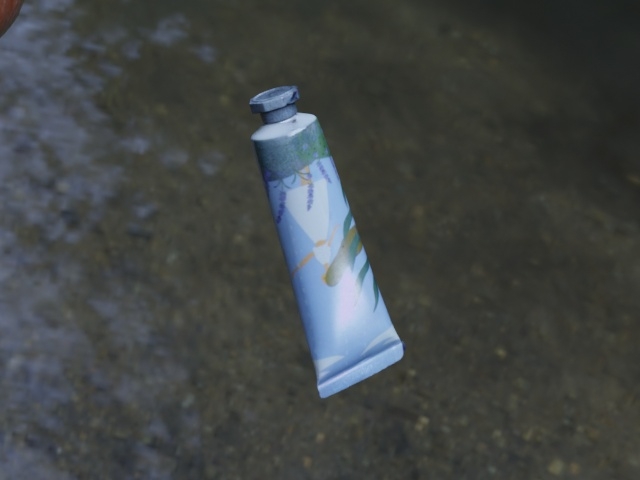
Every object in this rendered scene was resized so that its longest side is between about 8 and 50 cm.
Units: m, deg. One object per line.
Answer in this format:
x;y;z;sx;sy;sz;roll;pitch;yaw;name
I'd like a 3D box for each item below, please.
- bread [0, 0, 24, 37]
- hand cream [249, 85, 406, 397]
-0.272;-0.160;0.865;0.190;0.123;0.244;-13;30;-7;bread
0.000;0.000;1.139;0.088;0.256;0.055;-26;21;-26;hand cream
